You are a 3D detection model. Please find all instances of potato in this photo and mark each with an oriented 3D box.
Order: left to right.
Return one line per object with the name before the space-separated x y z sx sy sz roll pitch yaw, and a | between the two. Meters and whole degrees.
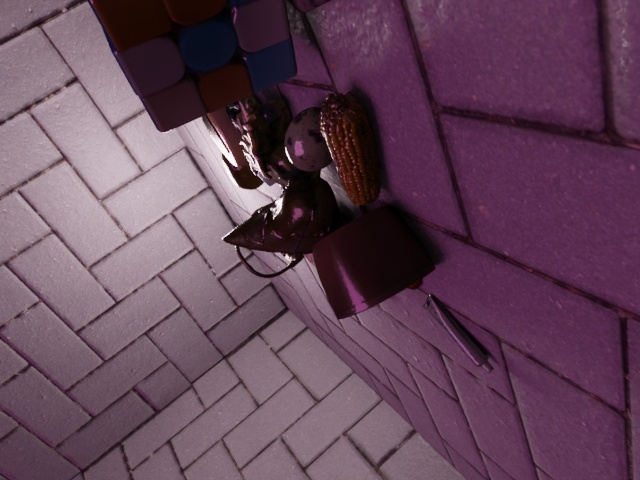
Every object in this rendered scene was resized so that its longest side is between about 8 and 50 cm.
potato | -0.312 -0.310 2.038 0.197 0.148 0.228 45 155 10

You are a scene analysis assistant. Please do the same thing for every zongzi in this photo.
zongzi | -0.133 -0.060 1.474 0.356 0.392 0.174 82 -176 -74

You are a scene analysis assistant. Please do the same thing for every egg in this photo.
egg | -0.022 -0.264 1.297 0.141 0.141 0.182 46 145 25

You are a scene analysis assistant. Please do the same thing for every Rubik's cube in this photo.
Rubik's cube | -0.282 -0.499 1.021 0.347 0.346 0.344 60 170 27

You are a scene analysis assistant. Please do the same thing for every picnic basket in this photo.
picnic basket | -0.207 0.002 2.128 0.293 0.337 0.337 52 165 3

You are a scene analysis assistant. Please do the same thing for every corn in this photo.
corn | 0.079 -0.210 1.180 0.115 0.115 0.318 41 164 38

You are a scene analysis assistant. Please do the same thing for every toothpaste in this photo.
toothpaste | 0.396 0.272 1.445 0.268 0.047 0.069 49 -176 24

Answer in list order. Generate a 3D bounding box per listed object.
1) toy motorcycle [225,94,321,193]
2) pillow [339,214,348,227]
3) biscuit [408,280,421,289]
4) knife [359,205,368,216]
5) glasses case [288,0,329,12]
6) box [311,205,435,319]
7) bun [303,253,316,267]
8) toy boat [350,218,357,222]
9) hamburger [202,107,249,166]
toy motorcycle | -0.139 -0.274 1.550 0.237 0.169 0.410 4 135 56
pillow | 0.067 -0.043 1.697 0.208 0.055 0.141 45 170 27
biscuit | 0.233 0.074 1.516 0.188 0.027 0.188 49 165 18
knife | 0.151 -0.030 1.550 0.047 0.017 0.298 44 166 40
glasses case | 0.014 -0.473 0.852 0.114 0.060 0.299 60 164 -23
box | 0.125 0.053 1.333 0.216 0.301 0.301 62 165 2
bun | 0.000 0.000 1.846 0.231 0.133 0.231 46 156 28
toy boat | 0.118 0.052 1.557 0.262 0.115 0.114 64 176 -33
hamburger | -0.292 -0.400 1.746 0.302 0.170 0.302 53 168 17
